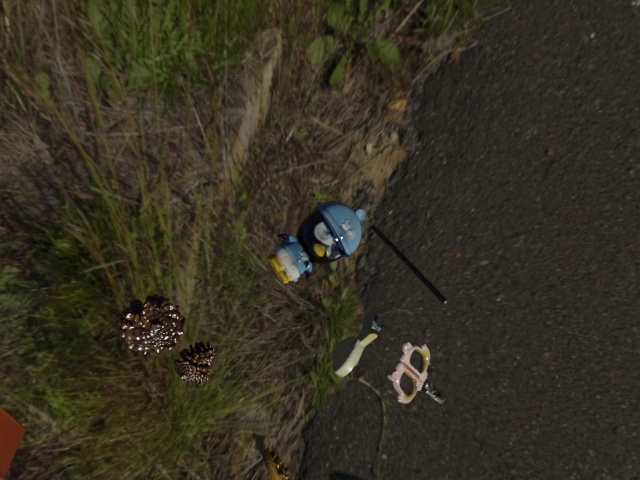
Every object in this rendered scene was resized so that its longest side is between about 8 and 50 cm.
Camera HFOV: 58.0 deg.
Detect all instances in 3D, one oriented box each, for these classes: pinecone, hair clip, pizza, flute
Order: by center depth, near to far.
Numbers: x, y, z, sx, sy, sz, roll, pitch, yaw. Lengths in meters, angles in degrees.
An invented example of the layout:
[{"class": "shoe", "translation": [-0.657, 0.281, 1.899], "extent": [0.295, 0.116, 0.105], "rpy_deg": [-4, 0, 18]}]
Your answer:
[{"class": "flute", "translation": [0.181, 0.044, 1.215], "extent": [0.014, 0.014, 0.269], "rpy_deg": [-36, 48, -4]}, {"class": "pinecone", "translation": [-0.308, 0.304, 1.443], "extent": [0.102, 0.102, 0.109], "rpy_deg": [41, 74, 5]}, {"class": "hair clip", "translation": [0.111, 0.295, 1.640], "extent": [0.071, 0.159, 0.218], "rpy_deg": [46, 54, -9]}, {"class": "pinecone", "translation": [-0.493, 0.246, 1.683], "extent": [0.195, 0.150, 0.179], "rpy_deg": [-28, 110, 22]}, {"class": "pizza", "translation": [-0.131, 0.730, 1.825], "extent": [0.046, 0.134, 0.175], "rpy_deg": [-28, 86, 0]}]

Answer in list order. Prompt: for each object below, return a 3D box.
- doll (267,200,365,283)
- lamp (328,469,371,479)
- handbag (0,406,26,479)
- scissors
[{"class": "doll", "translation": [0.000, 0.000, 1.655], "extent": [0.314, 0.141, 0.177], "rpy_deg": [-35, 111, -13]}, {"class": "lamp", "translation": [0.038, 0.451, 0.785], "extent": [0.172, 0.147, 0.227], "rpy_deg": [9, 73, 41]}, {"class": "handbag", "translation": [-0.349, 0.139, 0.441], "extent": [0.190, 0.127, 0.063], "rpy_deg": [-8, 44, 12]}, {"class": "scissors", "translation": [0.261, 0.360, 1.473], "extent": [0.024, 0.317, 0.160], "rpy_deg": [13, 68, 41]}]
